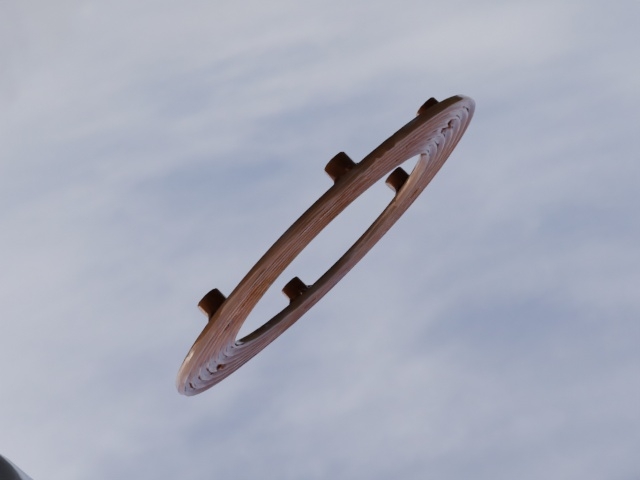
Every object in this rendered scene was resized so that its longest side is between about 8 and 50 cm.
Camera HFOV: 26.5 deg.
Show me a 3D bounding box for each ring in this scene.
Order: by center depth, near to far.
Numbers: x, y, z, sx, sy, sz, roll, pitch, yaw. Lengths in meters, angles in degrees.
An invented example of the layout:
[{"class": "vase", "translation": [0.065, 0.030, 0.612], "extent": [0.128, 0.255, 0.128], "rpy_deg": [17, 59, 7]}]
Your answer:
[{"class": "ring", "translation": [0.000, 0.000, 1.109], "extent": [0.336, 0.032, 0.336], "rpy_deg": [-44, 172, -8]}]

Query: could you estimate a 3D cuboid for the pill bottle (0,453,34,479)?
[{"class": "pill bottle", "translation": [-0.046, 0.164, 0.379], "extent": [0.136, 0.246, 0.136], "rpy_deg": [-22, -140, 20]}]
